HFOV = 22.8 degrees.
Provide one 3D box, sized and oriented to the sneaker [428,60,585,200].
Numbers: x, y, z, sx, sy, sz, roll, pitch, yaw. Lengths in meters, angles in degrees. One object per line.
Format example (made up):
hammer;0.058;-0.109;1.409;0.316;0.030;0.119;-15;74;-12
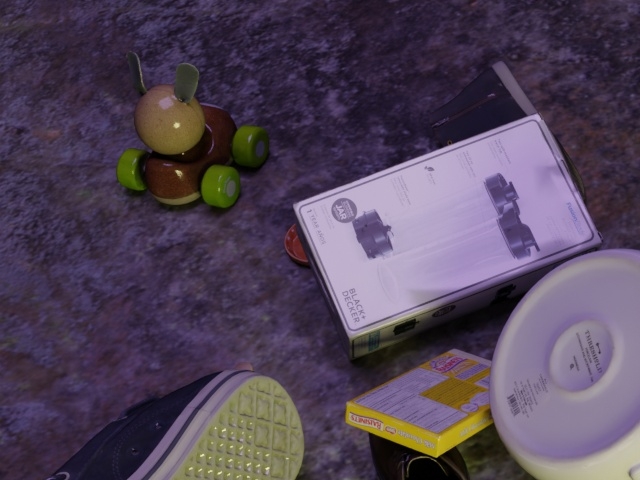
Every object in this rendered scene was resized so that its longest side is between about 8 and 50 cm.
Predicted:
sneaker;0.217;-0.099;1.845;0.118;0.083;0.222;-35;50;9

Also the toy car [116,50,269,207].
toy car;-0.171;-0.151;1.916;0.155;0.188;0.149;11;48;27

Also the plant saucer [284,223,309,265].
plant saucer;0.000;0.000;1.833;0.083;0.013;0.083;-8;42;7

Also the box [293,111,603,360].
box;0.134;-0.004;1.696;0.290;0.087;0.169;-22;70;-6

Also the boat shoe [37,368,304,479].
boat shoe;-0.199;0.287;1.421;0.156;0.187;0.500;-10;24;38

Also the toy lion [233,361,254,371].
toy lion;-0.100;0.185;1.651;0.096;0.034;0.100;-25;42;1

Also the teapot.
teapot;0.296;0.145;1.473;0.252;0.187;0.256;8;71;50

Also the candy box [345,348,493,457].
candy box;0.123;0.155;1.546;0.105;0.027;0.206;15;20;32

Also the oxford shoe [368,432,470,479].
oxford shoe;0.102;0.217;1.507;0.083;0.096;0.227;-23;41;-7
